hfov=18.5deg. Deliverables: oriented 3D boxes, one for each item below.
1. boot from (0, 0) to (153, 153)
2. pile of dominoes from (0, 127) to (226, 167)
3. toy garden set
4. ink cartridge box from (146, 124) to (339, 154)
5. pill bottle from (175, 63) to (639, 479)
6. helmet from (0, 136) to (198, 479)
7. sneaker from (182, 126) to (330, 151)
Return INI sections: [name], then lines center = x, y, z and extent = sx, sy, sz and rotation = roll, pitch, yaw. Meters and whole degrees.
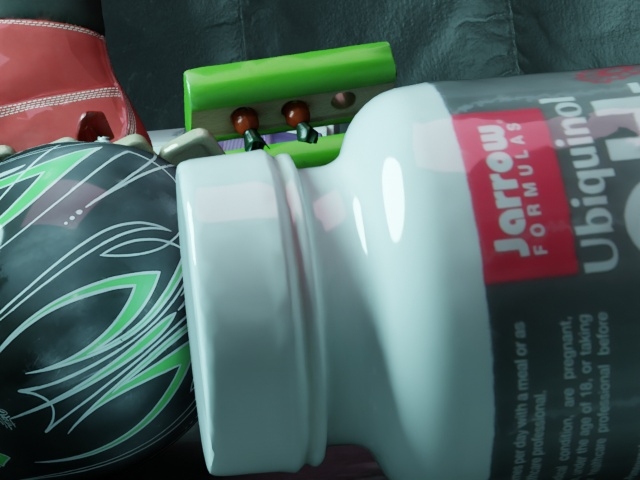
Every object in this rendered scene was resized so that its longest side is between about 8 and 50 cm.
[boot]
center = -0.224, -0.071, 1.096
extent = 0.244, 0.176, 0.088
rotation = -12, -21, -24
[pile of dominoes]
center = -0.154, 0.016, 1.029
extent = 0.251, 0.196, 0.040
rotation = -7, 43, -9
[toy garden set]
center = -0.062, 0.007, 1.074
extent = 0.203, 0.049, 0.244
rotation = -9, -37, -9
[ink cartridge box]
center = -0.123, -0.037, 1.753
extent = 0.289, 0.122, 0.211
rotation = -5, 6, 3
[pill bottle]
center = 0.104, 0.016, 0.818
extent = 0.318, 0.176, 0.176
rotation = -6, 6, -7
[helmet]
center = -0.117, 0.034, 0.916
extent = 0.161, 0.169, 0.169
rotation = -21, 2, 16
[sneaker]
center = 0.000, 0.000, 1.243
extent = 0.124, 0.107, 0.283
rotation = -2, -10, 9
